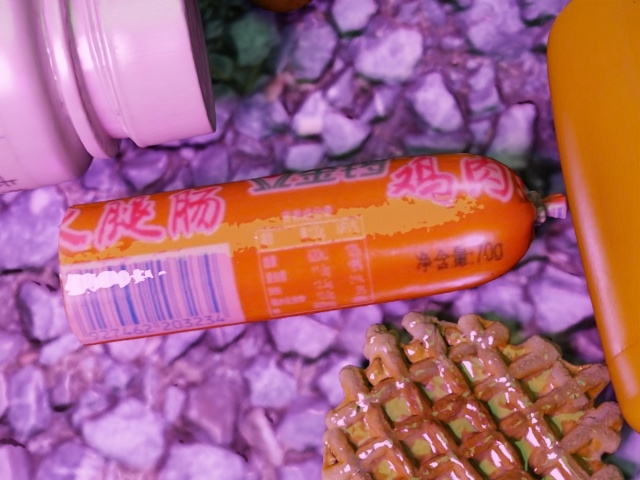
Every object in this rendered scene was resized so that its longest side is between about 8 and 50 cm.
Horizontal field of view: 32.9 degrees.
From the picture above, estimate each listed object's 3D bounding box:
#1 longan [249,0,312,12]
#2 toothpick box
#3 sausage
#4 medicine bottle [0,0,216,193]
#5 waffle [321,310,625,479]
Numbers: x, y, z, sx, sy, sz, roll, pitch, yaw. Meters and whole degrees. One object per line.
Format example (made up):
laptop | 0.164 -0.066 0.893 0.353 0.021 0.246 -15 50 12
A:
longan | -0.027 -0.201 0.754 0.075 0.075 0.083 3 90 6
toothpick box | 0.228 -0.033 0.629 0.175 0.175 0.271 -12 69 1
sausage | 0.000 0.000 0.679 0.312 0.093 0.093 -8 72 2
medicine bottle | -0.221 -0.112 0.693 0.293 0.170 0.170 -10 72 1
waffle | 0.092 0.128 0.660 0.183 0.036 0.169 9 72 7
